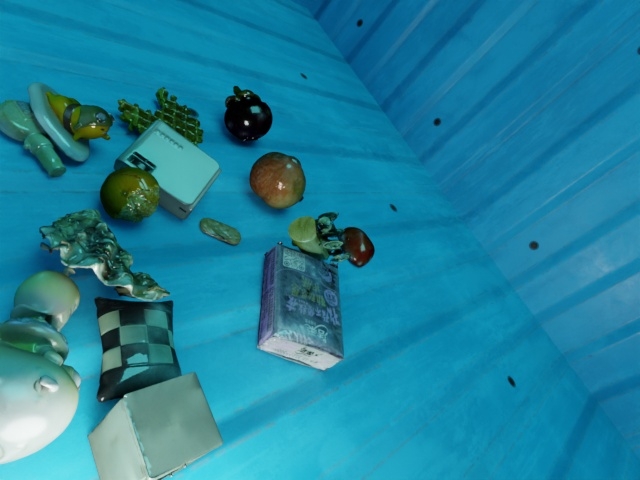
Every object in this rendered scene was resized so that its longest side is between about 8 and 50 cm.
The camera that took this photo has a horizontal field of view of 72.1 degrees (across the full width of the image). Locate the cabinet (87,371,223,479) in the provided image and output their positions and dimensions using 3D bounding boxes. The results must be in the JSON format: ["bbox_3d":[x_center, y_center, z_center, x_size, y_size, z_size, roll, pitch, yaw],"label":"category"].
[{"bbox_3d":[-0.316,0.377,0.831,0.145,0.206,0.150,-6,59,-49],"label":"cabinet"}]

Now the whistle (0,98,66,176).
[{"bbox_3d":[-0.758,-0.279,1.161,0.258,0.067,0.126,54,31,7],"label":"whistle"}]

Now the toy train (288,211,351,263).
[{"bbox_3d":[0.000,0.008,1.487,0.307,0.190,0.126,61,10,-70],"label":"toy train"}]

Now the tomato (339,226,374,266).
[{"bbox_3d":[0.158,0.012,1.818,0.174,0.082,0.166,53,35,6],"label":"tomato"}]

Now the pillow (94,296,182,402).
[{"bbox_3d":[-0.402,0.234,0.978,0.186,0.106,0.249,13,42,-39],"label":"pillow"}]

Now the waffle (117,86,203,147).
[{"bbox_3d":[-0.537,-0.401,1.522,0.260,0.069,0.293,47,34,-6],"label":"waffle"}]

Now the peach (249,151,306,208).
[{"bbox_3d":[-0.145,-0.231,1.622,0.233,0.232,0.232,28,38,-25],"label":"peach"}]

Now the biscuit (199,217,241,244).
[{"bbox_3d":[-0.319,-0.030,1.413,0.147,0.018,0.071,23,38,-28],"label":"biscuit"}]

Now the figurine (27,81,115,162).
[{"bbox_3d":[-0.672,-0.357,1.209,0.250,0.141,0.166,58,11,-5],"label":"figurine"}]

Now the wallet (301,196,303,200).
[{"bbox_3d":[-0.121,-0.228,1.825,0.082,0.018,0.156,12,46,-40],"label":"wallet"}]

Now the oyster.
[{"bbox_3d":[-0.489,0.028,0.990,0.351,0.115,0.238,39,-9,43],"label":"oyster"}]

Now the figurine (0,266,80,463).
[{"bbox_3d":[-0.548,0.178,0.795,0.274,0.227,0.394,56,14,-36],"label":"figurine"}]

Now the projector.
[{"bbox_3d":[-0.459,-0.212,1.338,0.250,0.108,0.198,36,54,-16],"label":"projector"}]

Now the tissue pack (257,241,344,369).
[{"bbox_3d":[-0.057,0.198,1.374,0.259,0.122,0.361,24,42,-26],"label":"tissue pack"}]

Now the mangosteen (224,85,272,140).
[{"bbox_3d":[-0.295,-0.518,1.773,0.194,0.194,0.230,-14,93,-52],"label":"mangosteen"}]

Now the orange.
[{"bbox_3d":[-0.510,-0.123,1.193,0.156,0.156,0.134,40,4,-8],"label":"orange"}]
